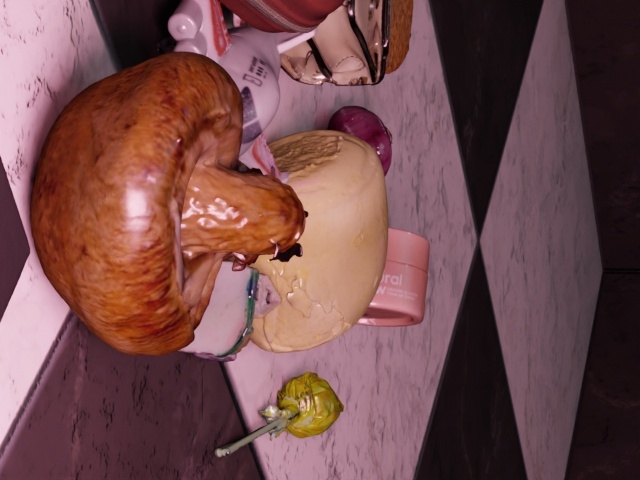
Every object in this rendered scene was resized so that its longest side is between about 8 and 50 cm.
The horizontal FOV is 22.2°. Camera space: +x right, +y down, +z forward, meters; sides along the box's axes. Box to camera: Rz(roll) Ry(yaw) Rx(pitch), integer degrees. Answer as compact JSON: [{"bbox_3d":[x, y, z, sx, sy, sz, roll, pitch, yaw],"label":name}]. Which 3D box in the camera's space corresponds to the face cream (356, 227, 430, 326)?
[{"bbox_3d":[0.064,0.047,2.090,0.149,0.149,0.104,37,56,-67],"label":"face cream"}]

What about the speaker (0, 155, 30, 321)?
[{"bbox_3d":[-0.324,-0.054,1.020,0.388,0.184,0.180,84,18,-51],"label":"speaker"}]

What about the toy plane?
[{"bbox_3d":[-0.088,-0.161,1.693,0.252,0.118,0.252,-6,90,-68],"label":"toy plane"}]

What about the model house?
[{"bbox_3d":[-0.095,0.080,1.726,0.100,0.087,0.101,31,65,-67],"label":"model house"}]

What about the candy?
[{"bbox_3d":[-0.055,0.214,1.908,0.262,0.073,0.077,-19,90,-63],"label":"candy"}]

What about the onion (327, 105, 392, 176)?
[{"bbox_3d":[0.045,-0.120,2.135,0.115,0.104,0.115,55,-12,18],"label":"onion"}]

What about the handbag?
[{"bbox_3d":[0.017,-0.385,1.942,0.237,0.160,0.359,52,41,-72],"label":"handbag"}]

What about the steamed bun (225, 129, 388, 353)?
[{"bbox_3d":[0.000,0.000,1.880,0.273,0.166,0.232,-49,134,-61],"label":"steamed bun"}]

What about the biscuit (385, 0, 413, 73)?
[{"bbox_3d":[0.087,-0.360,2.326,0.254,0.035,0.254,-1,90,-72],"label":"biscuit"}]

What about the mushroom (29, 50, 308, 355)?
[{"bbox_3d":[-0.138,-0.028,1.434,0.283,0.195,0.263,23,76,-52],"label":"mushroom"}]

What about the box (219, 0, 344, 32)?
[{"bbox_3d":[-0.065,-0.404,1.657,0.263,0.108,0.404,37,44,-46],"label":"box"}]
